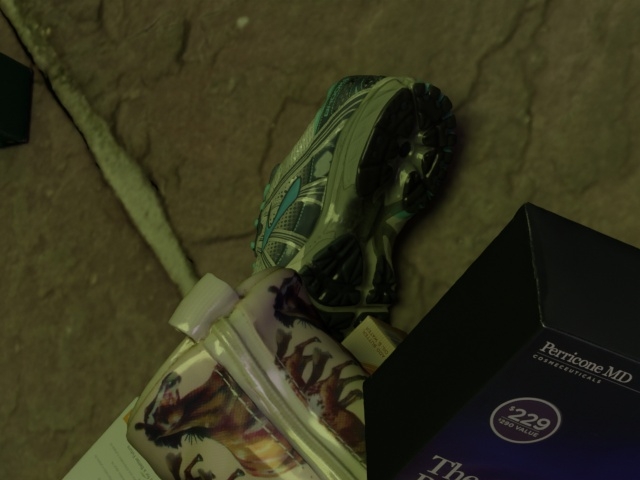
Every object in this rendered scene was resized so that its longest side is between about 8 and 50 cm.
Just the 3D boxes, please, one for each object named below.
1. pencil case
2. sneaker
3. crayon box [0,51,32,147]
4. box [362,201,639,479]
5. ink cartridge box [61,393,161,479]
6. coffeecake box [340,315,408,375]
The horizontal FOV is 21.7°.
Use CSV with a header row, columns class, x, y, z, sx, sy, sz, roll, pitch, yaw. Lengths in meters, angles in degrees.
class,x,y,z,sx,sy,sz,roll,pitch,yaw
pencil case,0.048,0.202,1.064,0.160,0.183,0.410,-37,77,-24
sneaker,0.000,0.000,1.291,0.122,0.110,0.283,26,86,53
crayon box,-0.431,-0.151,1.455,0.202,0.318,0.081,-9,70,29
box,0.182,0.109,0.990,0.184,0.261,0.103,-53,26,36
ink cartridge box,-0.150,0.265,1.313,0.208,0.045,0.206,-47,57,9
coffeecake box,0.025,0.173,1.222,0.185,0.068,0.142,-46,58,11
